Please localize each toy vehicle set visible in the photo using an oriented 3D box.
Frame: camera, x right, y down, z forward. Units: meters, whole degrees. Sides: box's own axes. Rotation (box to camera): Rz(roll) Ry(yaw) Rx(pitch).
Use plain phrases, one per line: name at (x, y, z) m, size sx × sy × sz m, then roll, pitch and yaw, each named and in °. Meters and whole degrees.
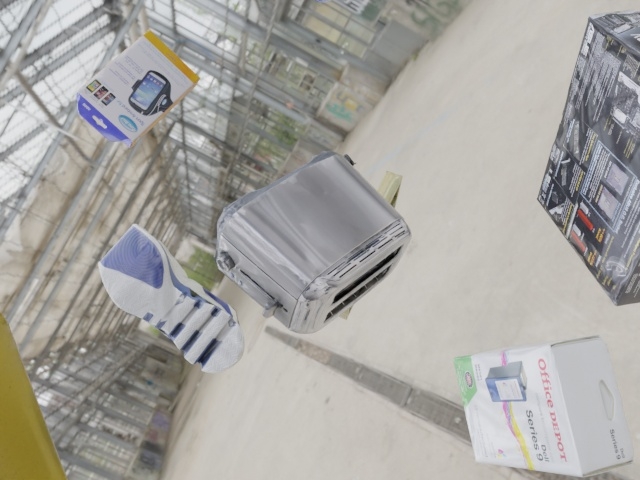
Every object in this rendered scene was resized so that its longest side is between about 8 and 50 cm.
toy vehicle set at (0.093, 0.009, 1.158) m, size 0.166 × 0.035 × 0.267 m, roll 93°, pitch -158°, yaw -57°

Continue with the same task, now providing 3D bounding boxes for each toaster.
toaster at (0.000, 0.000, 0.662) m, size 0.227 × 0.146 × 0.129 m, roll -33°, pitch -21°, yaw -33°

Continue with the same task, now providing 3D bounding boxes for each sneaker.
sneaker at (-0.255, 0.126, 1.057) m, size 0.127 × 0.315 × 0.182 m, roll -47°, pitch -12°, yaw -9°

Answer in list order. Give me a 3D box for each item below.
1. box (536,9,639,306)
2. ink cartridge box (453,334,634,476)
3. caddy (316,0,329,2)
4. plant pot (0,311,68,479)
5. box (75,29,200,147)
box at (0.404, -0.106, 0.756) m, size 0.243 × 0.076 × 0.308 m, roll -105°, pitch 10°, yaw -48°
ink cartridge box at (0.285, 0.217, 0.765) m, size 0.212 × 0.093 × 0.154 m, roll 146°, pitch 117°, yaw -63°
caddy at (-0.018, -0.340, 0.396) m, size 0.241 × 0.179 × 0.341 m, roll 103°, pitch -167°, yaw -69°
plant pot at (-0.299, 0.173, 0.334) m, size 0.187 × 0.212 × 0.212 m, roll -39°, pitch -58°, yaw -58°
box at (-0.216, -0.172, 0.669) m, size 0.136 × 0.081 × 0.028 m, roll -52°, pitch 13°, yaw -23°
